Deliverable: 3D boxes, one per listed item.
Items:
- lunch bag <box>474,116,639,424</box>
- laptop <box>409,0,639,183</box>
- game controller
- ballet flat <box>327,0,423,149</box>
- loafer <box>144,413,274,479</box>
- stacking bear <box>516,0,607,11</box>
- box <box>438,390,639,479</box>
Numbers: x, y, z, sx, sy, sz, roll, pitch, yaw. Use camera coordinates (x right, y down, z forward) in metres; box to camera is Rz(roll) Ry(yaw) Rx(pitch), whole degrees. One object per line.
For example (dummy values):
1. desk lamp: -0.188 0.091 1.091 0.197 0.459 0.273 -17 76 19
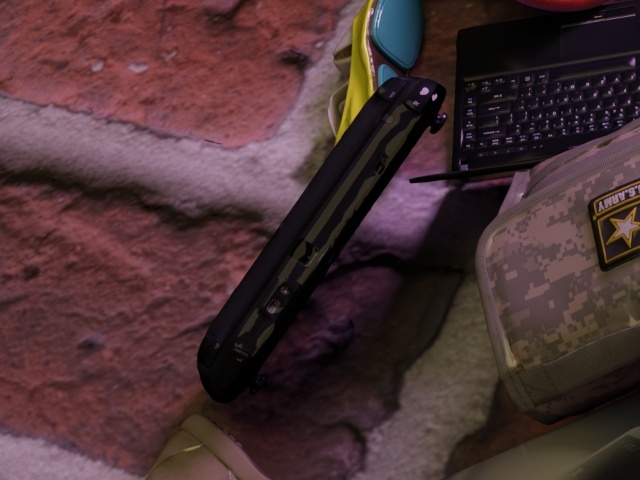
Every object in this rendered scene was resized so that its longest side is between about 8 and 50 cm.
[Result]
1. lunch bag: 0.250 0.004 1.413 0.235 0.169 0.287 -25 12 21
2. laptop: 0.209 -0.135 1.691 0.234 0.136 0.264 -7 55 18
3. game controller: 0.000 0.000 1.644 0.067 0.166 0.319 35 82 4
4. ballet flat: 0.045 -0.156 1.831 0.077 0.077 0.231 -19 47 31
5. loafer: -0.052 0.236 1.536 0.092 0.102 0.268 -42 39 -11
6. stacking bear: 0.180 -0.340 1.863 0.175 0.164 0.289 -51 36 8
7. box: 0.249 0.266 1.316 0.294 0.182 0.296 -25 47 5
